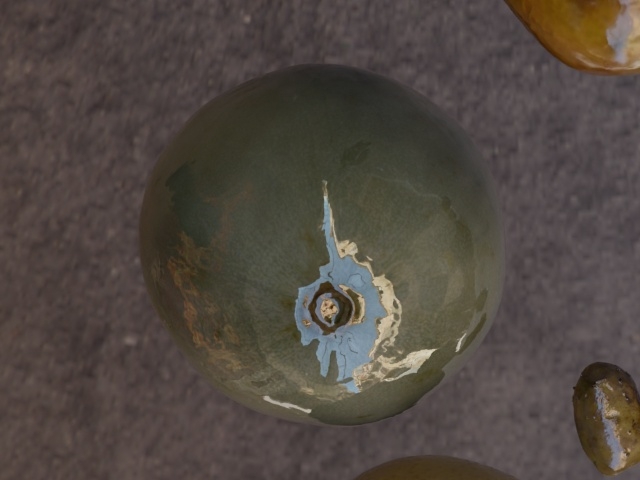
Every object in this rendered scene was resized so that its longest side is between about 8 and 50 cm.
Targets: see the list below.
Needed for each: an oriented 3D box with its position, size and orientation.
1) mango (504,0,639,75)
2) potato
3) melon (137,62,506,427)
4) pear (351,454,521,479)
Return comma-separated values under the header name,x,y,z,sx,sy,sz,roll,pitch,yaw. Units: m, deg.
name,x,y,z,sx,sy,sz,roll,pitch,yaw
mango,0.143,-0.150,0.736,0.147,0.227,0.109,7,133,10
potato,0.210,0.129,1.249,0.051,0.040,0.083,-10,91,2
melon,0.004,0.003,1.183,0.271,0.308,0.272,-8,107,-28
pear,0.104,0.329,1.333,0.314,0.314,0.314,2,127,3
